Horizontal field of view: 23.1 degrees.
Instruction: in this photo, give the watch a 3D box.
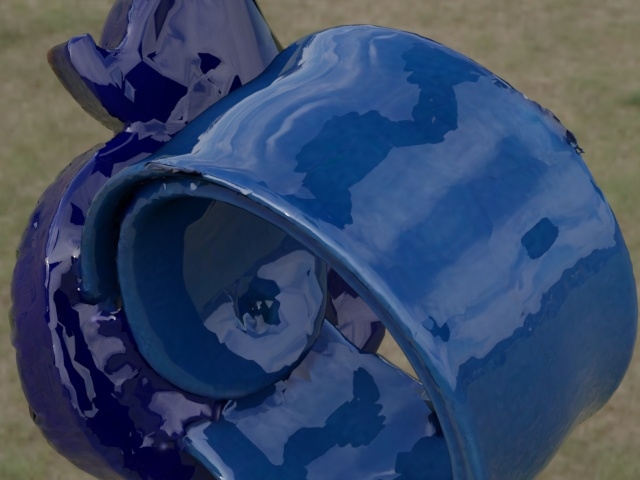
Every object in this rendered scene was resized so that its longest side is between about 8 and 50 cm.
[{"bbox_3d":[-0.001,0.010,0.529,0.200,0.196,0.171,3,43,48],"label":"watch"}]
